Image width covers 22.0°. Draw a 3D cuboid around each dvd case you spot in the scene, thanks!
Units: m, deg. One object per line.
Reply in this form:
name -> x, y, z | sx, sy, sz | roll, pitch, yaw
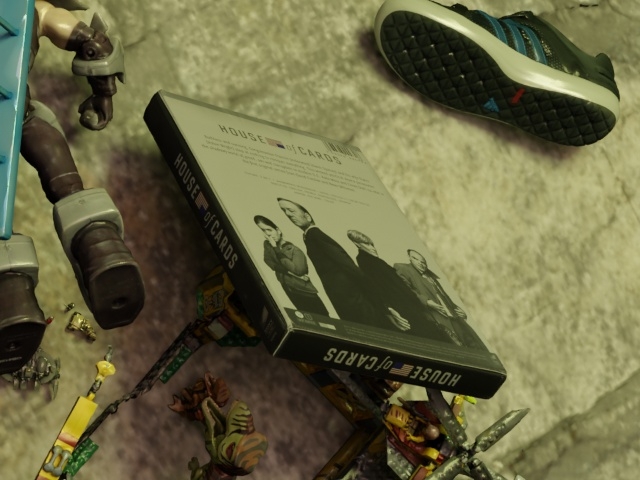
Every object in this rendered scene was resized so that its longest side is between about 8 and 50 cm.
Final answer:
dvd case -> 0.000, 0.000, 1.057 | 0.179, 0.029, 0.239 | 14, 30, -37

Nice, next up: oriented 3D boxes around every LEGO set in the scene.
LEGO set -> -0.039, 0.151, 1.026 | 0.331, 0.192, 0.255 | -39, 96, -25
LEGO set -> -0.183, 0.072, 1.073 | 0.054, 0.023, 0.083 | 38, 68, -12

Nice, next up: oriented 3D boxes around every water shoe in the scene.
water shoe -> 0.131, -0.137, 1.234 | 0.203, 0.073, 0.080 | 25, 45, -16

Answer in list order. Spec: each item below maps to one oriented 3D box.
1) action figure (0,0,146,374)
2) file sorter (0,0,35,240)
action figure -> -0.203, -0.068, 1.045 | 0.185, 0.099, 0.285 | -16, 66, -10
file sorter -> -0.244, -0.094, 0.947 | 0.118, 0.104, 0.170 | 1, 79, 13
